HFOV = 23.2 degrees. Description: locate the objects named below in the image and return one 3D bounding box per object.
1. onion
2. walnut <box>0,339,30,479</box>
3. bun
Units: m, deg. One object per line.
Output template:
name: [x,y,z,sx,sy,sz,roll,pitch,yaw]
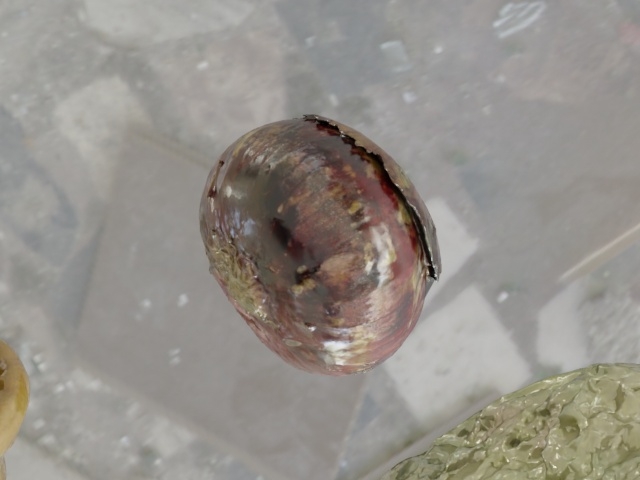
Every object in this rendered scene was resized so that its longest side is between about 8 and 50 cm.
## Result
onion: [0.000,0.000,1.401,0.246,0.190,0.246,37,150,26]
walnut: [-0.341,0.134,1.173,0.257,0.257,0.225,5,124,26]
bun: [0.068,0.136,0.635,0.116,0.210,0.237,40,114,12]
